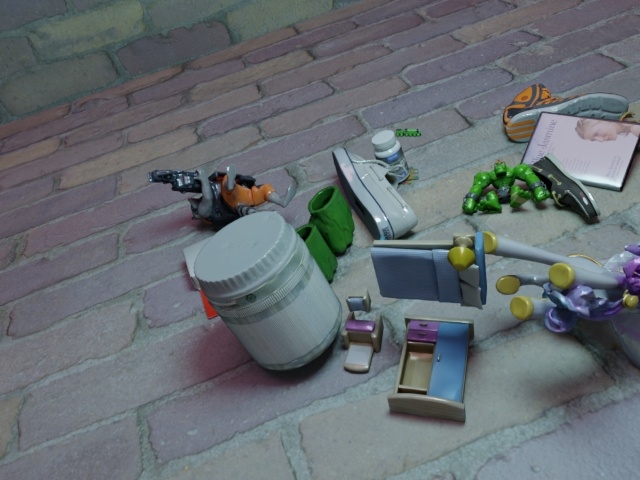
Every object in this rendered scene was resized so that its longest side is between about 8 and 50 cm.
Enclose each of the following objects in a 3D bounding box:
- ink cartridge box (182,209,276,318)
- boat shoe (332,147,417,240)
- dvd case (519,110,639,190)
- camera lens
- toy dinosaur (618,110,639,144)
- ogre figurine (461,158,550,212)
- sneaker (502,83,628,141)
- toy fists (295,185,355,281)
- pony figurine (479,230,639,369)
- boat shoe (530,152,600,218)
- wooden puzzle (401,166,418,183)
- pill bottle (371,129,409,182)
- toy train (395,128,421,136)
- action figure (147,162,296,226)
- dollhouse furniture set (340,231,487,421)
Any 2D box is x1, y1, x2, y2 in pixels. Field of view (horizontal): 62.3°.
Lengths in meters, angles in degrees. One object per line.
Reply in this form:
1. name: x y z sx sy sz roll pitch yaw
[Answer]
1. ink cartridge box: -0.198 0.052 1.355 0.275 0.060 0.239 -24 39 -9
2. boat shoe: 0.155 -0.148 1.405 0.156 0.136 0.367 -22 43 -6
3. dvd case: 0.661 -0.234 1.352 0.253 0.022 0.180 18 81 35
4. camera lens: -0.097 0.108 1.065 0.219 0.274 0.219 -21 33 15
5. toy dinosaur: 0.785 -0.271 1.368 0.211 0.064 0.112 9 69 23
6. ogre figurine: 0.454 -0.133 1.320 0.197 0.097 0.118 -25 45 37
7. sneaker: 0.685 -0.390 1.510 0.321 0.125 0.180 -5 42 14
8. toy fists: 0.000 0.000 1.285 0.096 0.142 0.279 -8 37 35
9. pony figurine: 0.499 0.079 0.899 0.363 0.303 0.351 4 14 -21
10. boat shoe: 0.583 -0.122 1.274 0.068 0.081 0.228 -30 41 11
11. wooden puzzle: 0.256 -0.188 1.516 0.049 0.006 0.083 -7 40 12
12. pill bottle: 0.195 -0.233 1.479 0.078 0.137 0.078 -18 37 14
13. toy train: 0.278 -0.343 1.674 0.083 0.024 0.017 4 44 24
14. action figure: -0.281 -0.111 1.431 0.341 0.179 0.330 -1 -8 -38
15. dollhouse furniture set: 0.142 0.138 0.943 0.286 0.303 0.198 1 42 21
